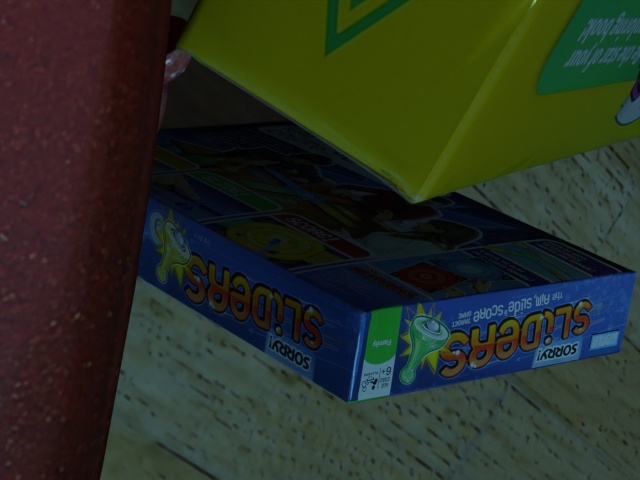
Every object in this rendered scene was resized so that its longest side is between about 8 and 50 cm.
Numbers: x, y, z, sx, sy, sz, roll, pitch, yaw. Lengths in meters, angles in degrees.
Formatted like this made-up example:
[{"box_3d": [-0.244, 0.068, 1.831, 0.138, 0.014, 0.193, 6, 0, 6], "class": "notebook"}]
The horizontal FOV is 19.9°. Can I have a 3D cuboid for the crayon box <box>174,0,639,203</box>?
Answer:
[{"box_3d": [0.132, -0.184, 0.655, 0.313, 0.106, 0.363, -59, 164, 18], "class": "crayon box"}]

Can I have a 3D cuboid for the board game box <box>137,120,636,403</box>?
[{"box_3d": [0.000, 0.000, 0.698, 0.136, 0.201, 0.035, -6, 113, -39], "class": "board game box"}]

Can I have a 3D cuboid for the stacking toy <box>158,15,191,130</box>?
[{"box_3d": [-0.205, -0.032, 0.553, 0.309, 0.130, 0.279, -52, 134, -12], "class": "stacking toy"}]

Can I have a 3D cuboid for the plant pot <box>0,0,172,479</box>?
[{"box_3d": [-0.191, 0.037, 0.383, 0.267, 0.267, 0.236, -8, 100, -27], "class": "plant pot"}]
